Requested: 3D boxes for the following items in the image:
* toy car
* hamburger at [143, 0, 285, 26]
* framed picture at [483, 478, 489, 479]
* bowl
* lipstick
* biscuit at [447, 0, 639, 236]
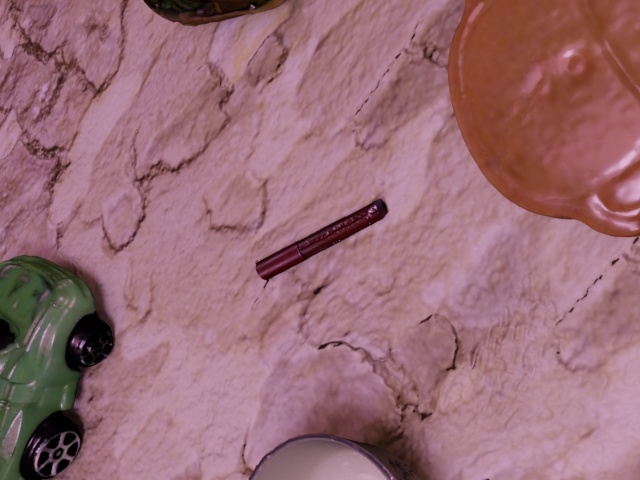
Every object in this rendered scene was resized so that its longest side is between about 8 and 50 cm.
[{"bbox_3d":[-0.442,0.203,1.029,0.214,0.176,0.358,24,98,32],"label":"toy car"},{"bbox_3d":[-0.125,-0.396,0.904,0.285,0.134,0.265,5,81,29],"label":"hamburger"},{"bbox_3d":[0.152,0.284,0.721,0.066,0.007,0.089,-30,69,29],"label":"framed picture"},{"bbox_3d":[0.033,0.291,0.738,0.212,0.112,0.211,-3,84,35],"label":"bowl"},{"bbox_3d":[0.000,0.001,0.843,0.177,0.027,0.027,-27,71,27],"label":"lipstick"},{"bbox_3d":[0.269,-0.187,0.661,0.351,0.057,0.312,-44,65,23],"label":"biscuit"}]
